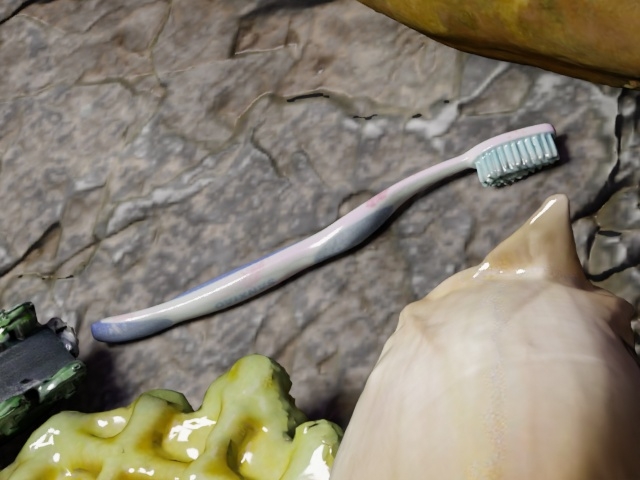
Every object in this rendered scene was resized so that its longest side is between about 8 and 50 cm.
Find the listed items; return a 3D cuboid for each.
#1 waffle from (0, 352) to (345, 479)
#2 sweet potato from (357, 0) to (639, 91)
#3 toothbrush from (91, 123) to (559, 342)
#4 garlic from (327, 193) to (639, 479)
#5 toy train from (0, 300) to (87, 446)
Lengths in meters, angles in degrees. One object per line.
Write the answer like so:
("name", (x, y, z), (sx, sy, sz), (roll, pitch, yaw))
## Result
("waffle", (-0.093, 0.208, 0.749), (0.317, 0.073, 0.297), (-29, 53, 7))
("sweet potato", (0.133, -0.155, 0.841), (0.370, 0.158, 0.157), (13, 65, 38))
("toothbrush", (0.000, 0.000, 0.873), (0.269, 0.021, 0.027), (-24, 47, 10))
("garlic", (0.126, 0.156, 0.571), (0.286, 0.249, 0.313), (-17, 33, 5))
("toy train", (-0.199, 0.094, 0.811), (0.060, 0.081, 0.202), (50, 42, 8))
